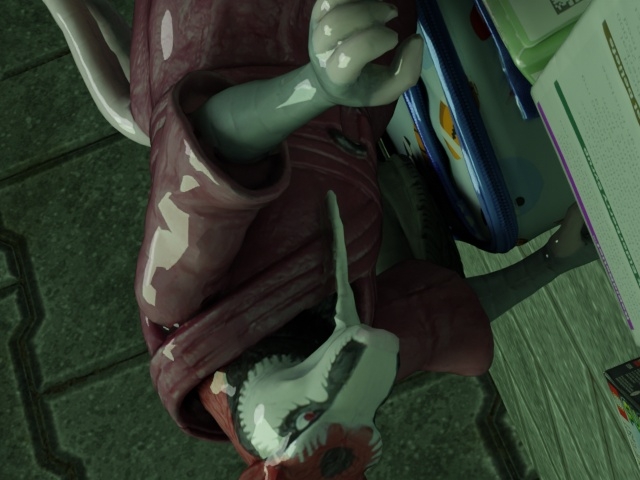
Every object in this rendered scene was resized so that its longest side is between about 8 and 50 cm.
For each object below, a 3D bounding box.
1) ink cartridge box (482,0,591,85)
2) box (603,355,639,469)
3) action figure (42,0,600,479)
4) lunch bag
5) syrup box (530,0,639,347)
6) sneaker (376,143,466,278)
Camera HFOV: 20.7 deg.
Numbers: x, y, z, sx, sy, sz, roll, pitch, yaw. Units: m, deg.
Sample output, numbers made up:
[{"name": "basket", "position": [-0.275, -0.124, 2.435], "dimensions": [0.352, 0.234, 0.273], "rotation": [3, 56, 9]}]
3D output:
[{"name": "ink cartridge box", "position": [0.075, -0.137, 0.669], "dimensions": [0.171, 0.056, 0.235], "rotation": [33, -149, -60]}, {"name": "box", "position": [0.223, 0.143, 1.018], "dimensions": [0.207, 0.036, 0.114], "rotation": [-113, 1, -81]}, {"name": "action figure", "position": [-0.035, -0.038, 0.719], "dimensions": [0.248, 0.276, 0.370], "rotation": [47, -145, -46]}, {"name": "lunch bag", "position": [0.066, -0.146, 0.973], "dimensions": [0.243, 0.115, 0.303], "rotation": [-131, 17, -83]}, {"name": "syrup box", "position": [0.122, -0.032, 0.442], "dimensions": [0.237, 0.093, 0.096], "rotation": [67, 180, -88]}, {"name": "sneaker", "position": [0.000, 0.000, 1.008], "dimensions": [0.109, 0.130, 0.286], "rotation": [66, 174, -26]}]
